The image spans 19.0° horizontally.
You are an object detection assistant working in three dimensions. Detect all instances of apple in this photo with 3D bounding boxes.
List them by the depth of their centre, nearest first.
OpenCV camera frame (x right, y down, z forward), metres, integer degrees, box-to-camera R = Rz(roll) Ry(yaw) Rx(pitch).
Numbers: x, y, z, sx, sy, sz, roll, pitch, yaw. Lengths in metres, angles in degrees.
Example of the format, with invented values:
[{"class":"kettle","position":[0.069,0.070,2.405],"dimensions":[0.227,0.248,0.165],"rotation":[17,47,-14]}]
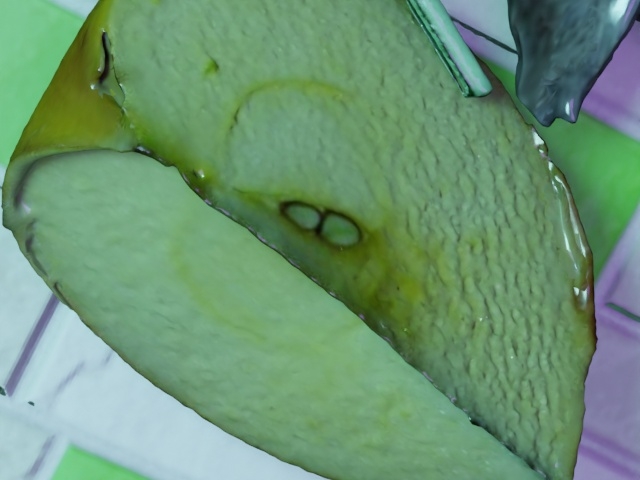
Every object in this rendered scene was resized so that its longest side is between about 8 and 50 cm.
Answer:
[{"class":"apple","position":[0.000,0.000,1.030],"dimensions":[0.346,0.179,0.254],"rotation":[38,102,-13]}]

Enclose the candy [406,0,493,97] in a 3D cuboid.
[{"class":"candy","position":[0.002,-0.221,1.022],"dimensions":[0.093,0.092,0.335],"rotation":[-35,96,-26]}]

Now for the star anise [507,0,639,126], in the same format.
[{"class":"star anise","position":[0.191,-0.212,1.069],"dimensions":[0.359,0.139,0.316],"rotation":[17,104,-29]}]
